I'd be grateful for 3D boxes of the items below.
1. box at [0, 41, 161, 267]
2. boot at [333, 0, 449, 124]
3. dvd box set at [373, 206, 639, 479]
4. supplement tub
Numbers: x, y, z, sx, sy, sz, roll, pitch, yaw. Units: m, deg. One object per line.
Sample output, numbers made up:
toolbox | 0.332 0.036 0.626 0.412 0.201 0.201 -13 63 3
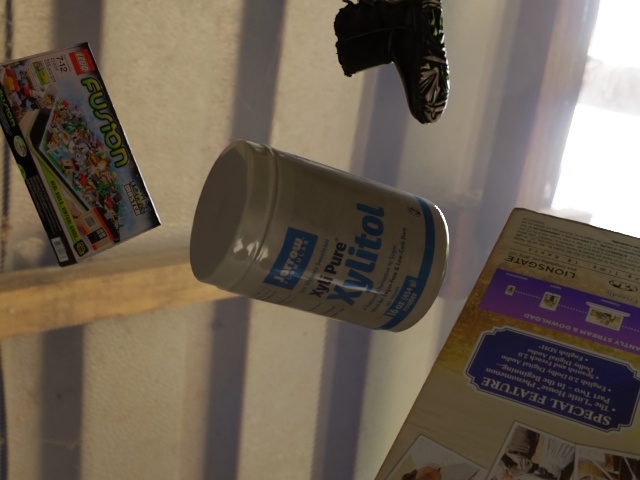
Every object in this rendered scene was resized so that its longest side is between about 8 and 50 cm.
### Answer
box | -0.252 -0.089 0.936 0.114 0.036 0.207 -30 -77 -43
boot | 0.059 -0.160 0.804 0.045 0.099 0.121 -9 -82 -49
dvd box set | 0.190 0.161 0.519 0.062 0.307 0.420 86 -152 -42
supplement tub | 0.000 0.000 0.433 0.107 0.071 0.071 16 -85 -26
